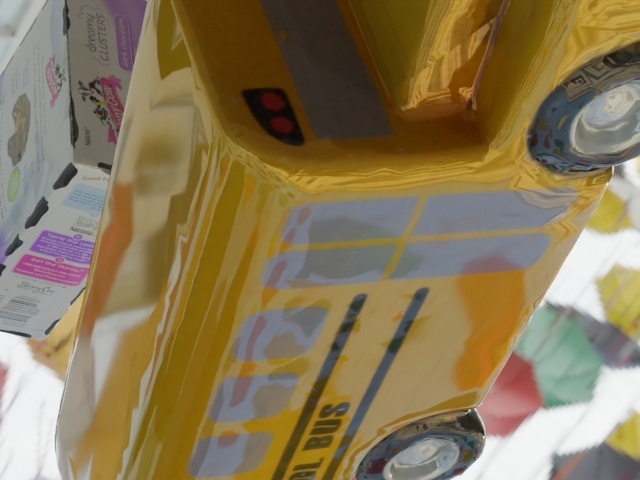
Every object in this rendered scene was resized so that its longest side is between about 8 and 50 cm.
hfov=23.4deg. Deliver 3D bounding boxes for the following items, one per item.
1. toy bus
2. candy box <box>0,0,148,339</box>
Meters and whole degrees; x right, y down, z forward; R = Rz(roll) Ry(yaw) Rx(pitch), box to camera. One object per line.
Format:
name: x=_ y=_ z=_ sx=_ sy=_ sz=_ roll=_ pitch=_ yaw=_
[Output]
toy bus: x=0.000 y=0.000 z=0.511 sx=0.130 sy=0.332 sz=0.108 roll=-4 pitch=-128 yaw=-21
candy box: x=-0.182 y=-0.053 z=1.055 sx=0.070 sy=0.196 sz=0.164 roll=14 pitch=-131 yaw=-30
